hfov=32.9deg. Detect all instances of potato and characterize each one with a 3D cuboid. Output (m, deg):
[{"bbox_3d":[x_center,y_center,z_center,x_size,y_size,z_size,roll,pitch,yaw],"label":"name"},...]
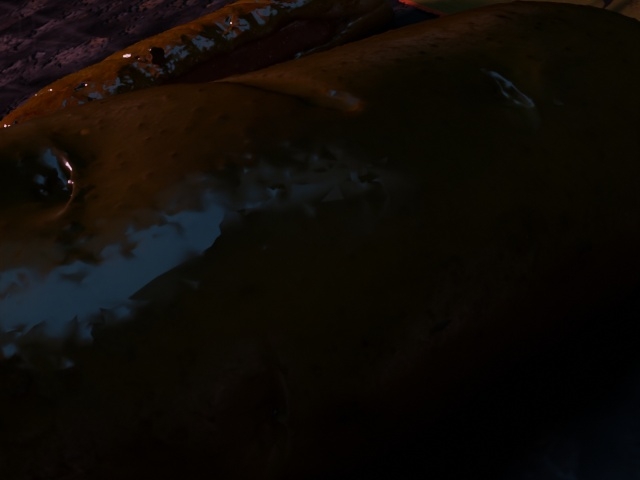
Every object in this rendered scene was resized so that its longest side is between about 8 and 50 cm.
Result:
[{"bbox_3d":[0.000,0.000,0.430,0.369,0.176,0.195,-21,-7,-15],"label":"potato"}]

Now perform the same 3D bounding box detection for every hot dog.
[{"bbox_3d":[-0.083,-0.110,0.702,0.286,0.061,0.088,-28,23,-14],"label":"hot dog"}]

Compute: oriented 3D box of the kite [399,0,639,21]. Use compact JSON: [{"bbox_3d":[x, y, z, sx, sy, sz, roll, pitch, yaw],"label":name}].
[{"bbox_3d":[0.171,-0.214,0.755,0.328,0.013,0.377,-5,38,22],"label":"kite"}]
